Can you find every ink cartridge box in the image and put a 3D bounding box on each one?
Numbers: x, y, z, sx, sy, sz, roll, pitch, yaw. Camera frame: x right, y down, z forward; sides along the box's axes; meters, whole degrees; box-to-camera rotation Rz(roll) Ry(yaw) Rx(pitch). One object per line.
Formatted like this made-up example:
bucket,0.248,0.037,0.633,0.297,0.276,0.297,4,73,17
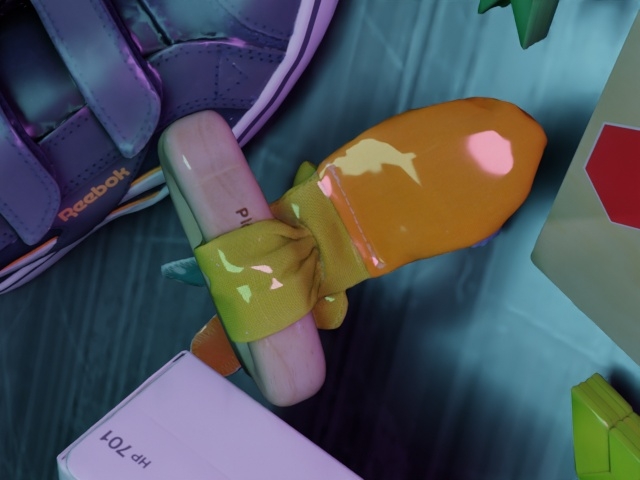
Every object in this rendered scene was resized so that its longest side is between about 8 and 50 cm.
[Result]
ink cartridge box,-0.038,0.162,0.535,0.139,0.082,0.191,34,141,22

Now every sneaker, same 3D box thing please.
sneaker,-0.130,-0.063,0.578,0.321,0.127,0.126,-39,76,27

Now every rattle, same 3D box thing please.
rattle,0.000,0.000,0.538,0.143,0.200,0.130,-40,73,-12

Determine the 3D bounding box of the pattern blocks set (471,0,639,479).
pattern blocks set,0.159,0.018,0.411,0.325,0.026,0.285,52,146,21
